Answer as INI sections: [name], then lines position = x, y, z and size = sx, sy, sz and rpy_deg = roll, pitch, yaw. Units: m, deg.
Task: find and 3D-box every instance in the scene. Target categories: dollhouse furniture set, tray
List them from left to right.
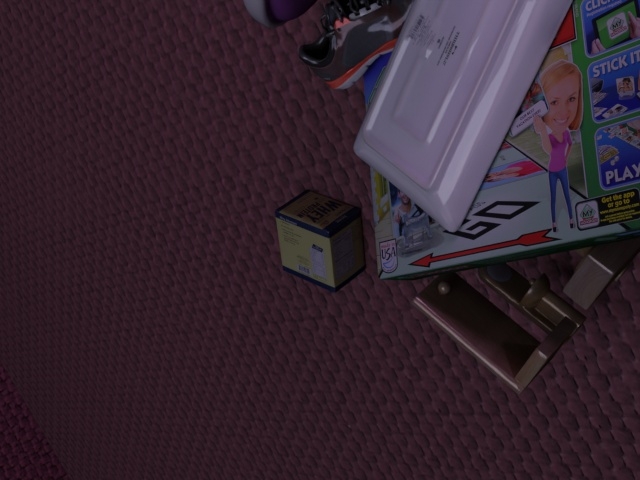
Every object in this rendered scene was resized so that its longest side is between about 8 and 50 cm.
[tray]
position = 0.109, -0.156, 0.754
size = 0.145, 0.030, 0.270
rpy_deg = 44, 122, 39
[dollhouse furniture set]
position = 0.187, 0.013, 0.808
size = 0.123, 0.144, 0.151
rpy_deg = 40, 142, 17

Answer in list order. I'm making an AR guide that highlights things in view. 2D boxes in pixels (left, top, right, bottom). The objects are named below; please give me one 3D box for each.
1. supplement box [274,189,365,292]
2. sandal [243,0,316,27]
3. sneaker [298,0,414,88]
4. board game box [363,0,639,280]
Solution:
[supplement box]
position = 0.000, 0.000, 1.072
size = 0.083, 0.056, 0.083
rpy_deg = 22, 132, 36
[sandal]
position = 0.029, -0.260, 0.697
size = 0.102, 0.169, 0.416
rpy_deg = 38, 162, 1
[sneaker]
position = 0.039, -0.197, 0.838
size = 0.064, 0.061, 0.158
rpy_deg = 23, 130, -31
[board game box]
position = 0.157, -0.092, 0.760
size = 0.317, 0.046, 0.214
rpy_deg = -16, 76, 51
